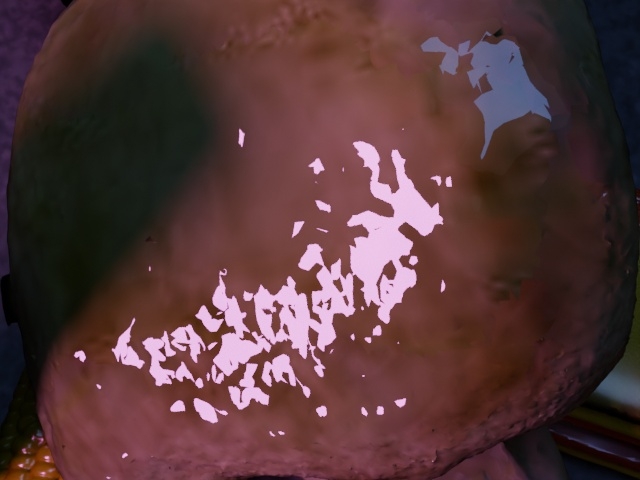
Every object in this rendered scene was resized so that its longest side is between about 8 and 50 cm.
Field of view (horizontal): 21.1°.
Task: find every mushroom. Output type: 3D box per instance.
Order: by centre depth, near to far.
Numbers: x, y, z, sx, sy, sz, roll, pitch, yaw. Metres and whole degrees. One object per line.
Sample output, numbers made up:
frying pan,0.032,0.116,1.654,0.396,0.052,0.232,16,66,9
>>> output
mushroom,-0.008,-0.005,0.669,0.217,0.212,0.292,-7,95,-17

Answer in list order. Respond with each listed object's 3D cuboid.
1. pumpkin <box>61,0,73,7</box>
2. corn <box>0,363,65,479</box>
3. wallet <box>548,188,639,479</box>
pumpkin,-0.050,-0.202,0.850,0.233,0.163,0.233,-9,68,23
corn,-0.093,0.056,0.773,0.080,0.080,0.231,14,62,6
wallet,0.134,0.031,0.803,0.241,0.067,0.141,17,60,8
